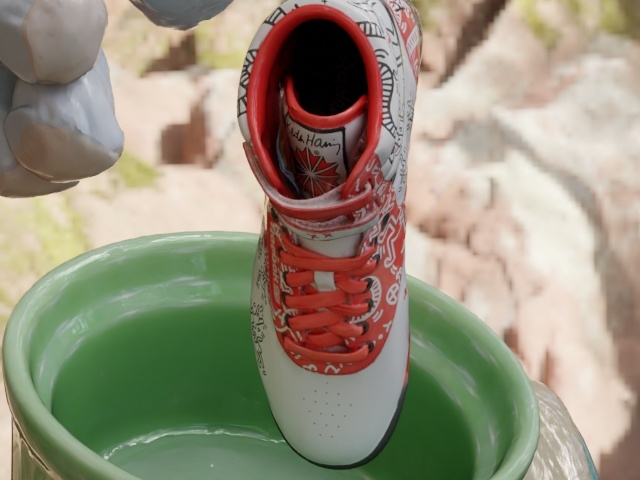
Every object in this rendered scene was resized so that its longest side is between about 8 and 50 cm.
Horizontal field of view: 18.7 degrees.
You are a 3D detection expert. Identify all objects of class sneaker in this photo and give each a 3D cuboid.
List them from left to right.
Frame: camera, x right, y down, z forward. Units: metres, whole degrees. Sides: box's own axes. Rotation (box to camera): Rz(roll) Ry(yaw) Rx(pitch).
[{"bbox_3d":[-0.001,-0.001,0.996,0.145,0.090,0.270,-33,129,-76],"label":"sneaker"}]

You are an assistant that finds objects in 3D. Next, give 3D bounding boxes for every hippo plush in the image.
[{"bbox_3d":[-0.186,-0.184,1.376,0.236,0.294,0.234,-36,155,-33],"label":"hippo plush"}]

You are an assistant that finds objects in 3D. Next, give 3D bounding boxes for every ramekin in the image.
[{"bbox_3d":[-0.037,0.131,1.117,0.303,0.303,0.148,-54,158,-60],"label":"ramekin"}]

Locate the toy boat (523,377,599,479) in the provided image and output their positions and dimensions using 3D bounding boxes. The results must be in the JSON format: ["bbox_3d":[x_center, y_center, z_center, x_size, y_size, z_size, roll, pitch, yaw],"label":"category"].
[{"bbox_3d":[0.098,0.248,1.385,0.148,0.318,0.267,24,31,-25],"label":"toy boat"}]
